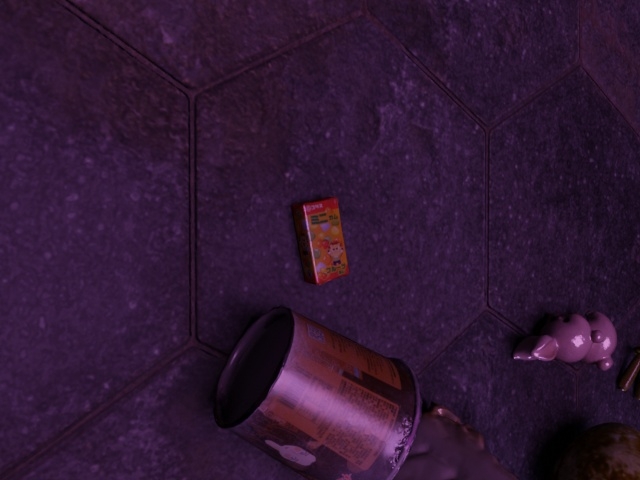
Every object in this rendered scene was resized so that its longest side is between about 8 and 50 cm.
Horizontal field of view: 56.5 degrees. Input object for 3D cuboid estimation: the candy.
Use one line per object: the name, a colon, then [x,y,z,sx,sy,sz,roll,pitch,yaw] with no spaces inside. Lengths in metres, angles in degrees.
candy: [0.000,0.000,0.886,0.062,0.038,0.122,-15,99,-32]

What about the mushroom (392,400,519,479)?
mushroom: [0.274,0.439,0.866,0.224,0.397,0.314,-41,115,-24]

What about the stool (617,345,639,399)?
stool: [0.754,0.309,1.344,0.135,0.134,0.110,21,82,14]

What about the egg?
egg: [0.565,0.492,1.153,0.238,0.238,0.289,47,44,-25]

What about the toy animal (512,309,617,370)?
toy animal: [0.478,0.187,1.164,0.212,0.124,0.124,9,86,-27]

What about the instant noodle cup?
instant noodle cup: [-0.011,0.210,0.791,0.207,0.217,0.217,35,72,-22]
